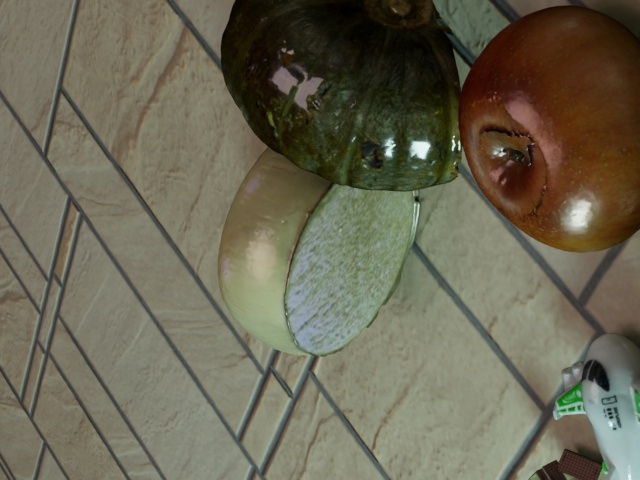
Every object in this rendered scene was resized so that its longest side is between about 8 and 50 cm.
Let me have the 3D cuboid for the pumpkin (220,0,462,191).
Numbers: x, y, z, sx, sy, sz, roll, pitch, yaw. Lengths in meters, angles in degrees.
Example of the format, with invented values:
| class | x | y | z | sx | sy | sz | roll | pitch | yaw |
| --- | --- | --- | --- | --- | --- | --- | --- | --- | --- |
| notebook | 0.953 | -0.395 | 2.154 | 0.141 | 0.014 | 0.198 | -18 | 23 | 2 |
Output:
| class | x | y | z | sx | sy | sz | roll | pitch | yaw |
| --- | --- | --- | --- | --- | --- | --- | --- | --- | --- |
| pumpkin | 0.011 | -0.188 | 1.655 | 0.242 | 0.232 | 0.325 | 87 | 173 | -54 |

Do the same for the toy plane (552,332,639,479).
| class | x | y | z | sx | sy | sz | roll | pitch | yaw |
| --- | --- | --- | --- | --- | --- | --- | --- | --- | --- |
| toy plane | 0.308 | 0.181 | 1.606 | 0.174 | 0.080 | 0.174 | 27 | 125 | 48 |

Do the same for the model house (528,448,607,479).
| class | x | y | z | sx | sy | sz | roll | pitch | yaw |
| --- | --- | --- | --- | --- | --- | --- | --- | --- | --- |
| model house | 0.276 | 0.263 | 1.713 | 0.083 | 0.057 | 0.058 | 20 | 127 | 52 |

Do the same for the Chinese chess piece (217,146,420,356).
| class | x | y | z | sx | sy | sz | roll | pitch | yaw |
| --- | --- | --- | --- | --- | --- | --- | --- | --- | --- |
| Chinese chess piece | 0.000 | 0.000 | 1.787 | 0.112 | 0.270 | 0.270 | 23 | 125 | 30 |

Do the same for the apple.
| class | x | y | z | sx | sy | sz | roll | pitch | yaw |
| --- | --- | --- | --- | --- | --- | --- | --- | --- | --- |
| apple | 0.231 | -0.102 | 1.492 | 0.210 | 0.173 | 0.235 | -36 | 77 | 56 |
